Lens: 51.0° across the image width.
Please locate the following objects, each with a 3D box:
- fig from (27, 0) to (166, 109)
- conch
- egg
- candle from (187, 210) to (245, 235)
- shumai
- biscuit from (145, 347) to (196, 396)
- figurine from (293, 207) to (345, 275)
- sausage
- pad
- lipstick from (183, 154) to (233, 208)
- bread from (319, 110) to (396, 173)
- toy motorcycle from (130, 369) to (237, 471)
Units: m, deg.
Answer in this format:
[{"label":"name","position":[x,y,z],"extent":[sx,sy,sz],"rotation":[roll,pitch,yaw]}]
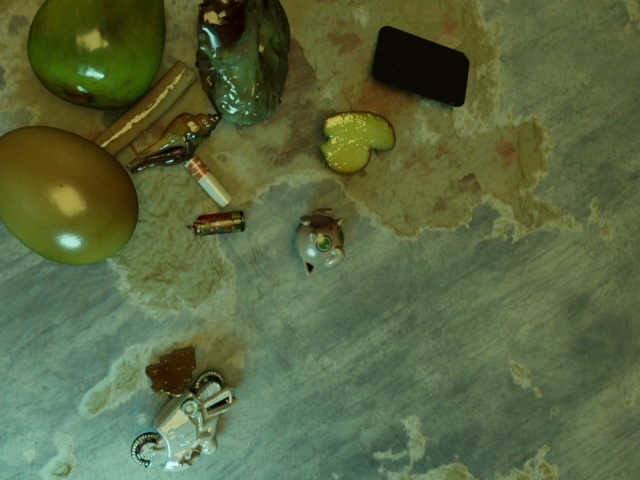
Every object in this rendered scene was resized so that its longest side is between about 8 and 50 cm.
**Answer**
[{"label":"fig","position":[-0.443,-0.433,1.386],"extent":[0.258,0.258,0.326],"rotation":[27,72,-13]},{"label":"conch","position":[-0.321,-0.217,1.508],"extent":[0.233,0.080,0.086],"rotation":[-44,77,13]},{"label":"egg","position":[-0.526,-0.093,1.366],"extent":[0.322,0.250,0.250],"rotation":[37,83,-9]},{"label":"candle","position":[-0.240,-0.038,1.539],"extent":[0.130,0.052,0.052],"rotation":[-6,92,-14]},{"label":"shumai","position":[-0.156,-0.435,1.435],"extent":[0.217,0.283,0.346],"rotation":[5,88,-12]},{"label":"biscuit","position":[-0.327,0.294,1.513],"extent":[0.119,0.019,0.130],"rotation":[30,61,28]},{"label":"figurine","position":[0.000,0.000,1.562],"extent":[0.125,0.125,0.138],"rotation":[-16,105,-13]},{"label":"sausage","position":[-0.397,-0.282,1.491],"extent":[0.301,0.066,0.066],"rotation":[-46,100,-7]},{"label":"pad","position":[0.228,-0.348,1.644],"extent":[0.250,0.055,0.323],"rotation":[16,87,-13]},{"label":"lipstick","position":[-0.256,-0.134,1.539],"extent":[0.038,0.038,0.131],"rotation":[-41,100,-10]},{"label":"bread","position":[0.087,-0.236,1.614],"extent":[0.187,0.065,0.149],"rotation":[-2,102,-17]},{"label":"toy motorcycle","position":[-0.293,0.423,1.515],"extent":[0.260,0.110,0.171],"rotation":[-45,116,-16]}]
